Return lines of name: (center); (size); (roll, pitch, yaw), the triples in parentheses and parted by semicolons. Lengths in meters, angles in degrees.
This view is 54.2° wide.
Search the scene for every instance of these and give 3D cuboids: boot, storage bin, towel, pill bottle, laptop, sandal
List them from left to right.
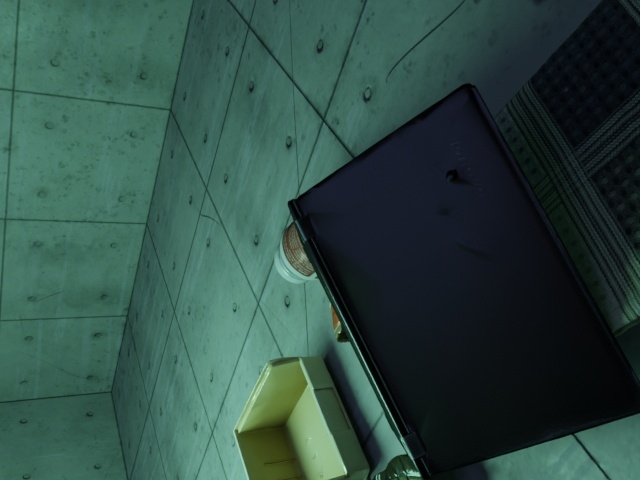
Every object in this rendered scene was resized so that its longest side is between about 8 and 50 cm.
storage bin: (-0.043, 0.399, 1.193); (0.262, 0.123, 0.260); (63, 141, 40)
pill bottle: (0.000, 0.000, 1.132); (0.216, 0.121, 0.121); (-40, 55, 53)
boot: (0.057, 0.103, 1.096); (0.158, 0.059, 0.085); (-59, 36, 43)
sandal: (0.135, 0.380, 0.953); (0.219, 0.060, 0.090); (111, 153, -56)
laptop: (0.143, 0.078, 0.832); (0.408, 0.236, 0.382); (83, 162, -81)
towel: (0.331, -0.098, 0.637); (0.312, 0.056, 0.324); (-51, 44, 43)
